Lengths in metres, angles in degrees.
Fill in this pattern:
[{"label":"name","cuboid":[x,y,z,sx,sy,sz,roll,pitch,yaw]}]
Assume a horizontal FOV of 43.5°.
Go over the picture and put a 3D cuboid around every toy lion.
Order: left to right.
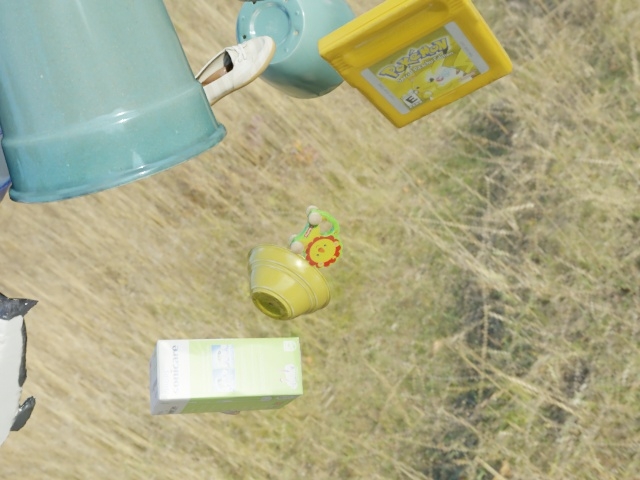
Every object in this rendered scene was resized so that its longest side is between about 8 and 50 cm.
[{"label":"toy lion","cuboid":[0.000,0.000,1.405,0.100,0.096,0.034,-59,25,19]}]

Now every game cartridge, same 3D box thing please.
[{"label":"game cartridge","cuboid":[0.194,-0.363,1.590,0.285,0.323,0.053,-25,60,24]}]

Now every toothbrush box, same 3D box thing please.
[{"label":"toothbrush box","cuboid":[-0.198,0.279,1.637,0.206,0.283,0.122,128,139,-65]}]

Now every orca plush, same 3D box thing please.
[{"label":"orca plush","cuboid":[-0.469,0.182,1.070,0.102,0.287,0.151,31,33,31]}]

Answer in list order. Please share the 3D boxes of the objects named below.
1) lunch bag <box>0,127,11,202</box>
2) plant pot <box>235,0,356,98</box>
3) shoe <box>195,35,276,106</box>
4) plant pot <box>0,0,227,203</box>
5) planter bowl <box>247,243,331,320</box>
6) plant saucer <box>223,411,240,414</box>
[{"label":"lunch bag","cuboid":[-0.711,-0.169,1.351,0.239,0.385,0.328,-54,19,20]},{"label":"plant pot","cuboid":[-0.076,-0.515,2.007,0.293,0.293,0.235,-39,-12,19]},{"label":"shoe","cuboid":[-0.183,-0.335,1.590,0.219,0.058,0.077,-37,58,5]},{"label":"plant pot","cuboid":[-0.347,-0.270,1.173,0.340,0.334,0.341,-14,21,5]},{"label":"planter bowl","cuboid":[-0.092,0.115,1.800,0.217,0.217,0.090,-16,32,49]},{"label":"plant saucer","cuboid":[-0.271,0.343,1.853,0.200,0.200,0.037,-11,49,52]}]
